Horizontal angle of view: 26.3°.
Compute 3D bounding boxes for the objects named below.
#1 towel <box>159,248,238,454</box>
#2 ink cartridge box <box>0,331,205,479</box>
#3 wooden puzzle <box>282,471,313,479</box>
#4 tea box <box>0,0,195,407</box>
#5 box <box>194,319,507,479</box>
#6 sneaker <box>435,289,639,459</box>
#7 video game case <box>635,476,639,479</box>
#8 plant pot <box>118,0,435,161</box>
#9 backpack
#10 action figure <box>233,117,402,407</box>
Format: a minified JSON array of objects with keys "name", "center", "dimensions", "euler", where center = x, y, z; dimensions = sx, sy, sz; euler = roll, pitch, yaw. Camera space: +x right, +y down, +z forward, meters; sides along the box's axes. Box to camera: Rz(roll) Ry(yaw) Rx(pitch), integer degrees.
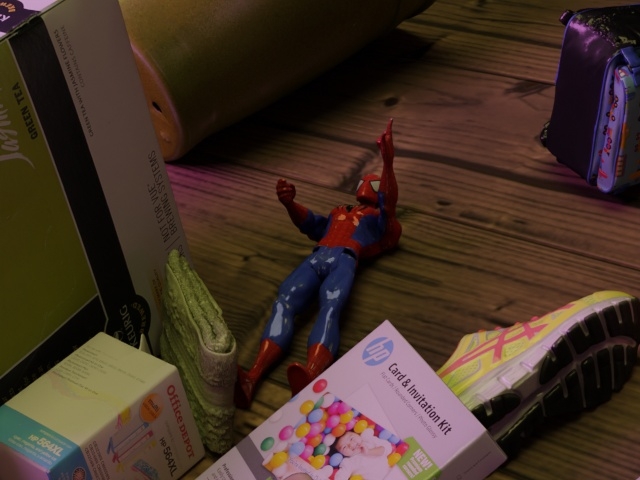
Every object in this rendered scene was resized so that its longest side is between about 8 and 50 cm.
[{"name":"towel","center":[-0.097,0.086,1.061],"dimensions":[0.027,0.110,0.148],"euler":[-9,33,-21]},{"name":"ink cartridge box","center":[-0.160,0.142,1.009],"dimensions":[0.090,0.092,0.143],"euler":[20,46,39]},{"name":"wooden puzzle","center":[-0.128,0.287,0.748],"dimensions":[0.347,0.080,0.322],"euler":[-21,39,-4]},{"name":"tea box","center":[-0.297,-0.004,1.059],"dimensions":[0.220,0.329,0.323],"euler":[13,41,33]},{"name":"box","center":[0.014,0.157,0.924],"dimensions":[0.186,0.038,0.145],"euler":[-38,37,-3]},{"name":"sneaker","center":[0.143,0.088,0.999],"dimensions":[0.208,0.081,0.094],"euler":[-27,33,-20]},{"name":"video game case","center":[0.184,0.235,0.745],"dimensions":[0.227,0.026,0.206],"euler":[-31,34,-23]},{"name":"plant pot","center":[-0.113,-0.277,1.436],"dimensions":[0.366,0.366,0.353],"euler":[22,59,41]},{"name":"backpack","center":[0.300,-0.134,1.221],"dimensions":[0.173,0.158,0.117],"euler":[-14,40,-23]},{"name":"action figure","center":[0.000,0.000,1.136],"dimensions":[0.091,0.139,0.280],"euler":[4,34,21]}]
